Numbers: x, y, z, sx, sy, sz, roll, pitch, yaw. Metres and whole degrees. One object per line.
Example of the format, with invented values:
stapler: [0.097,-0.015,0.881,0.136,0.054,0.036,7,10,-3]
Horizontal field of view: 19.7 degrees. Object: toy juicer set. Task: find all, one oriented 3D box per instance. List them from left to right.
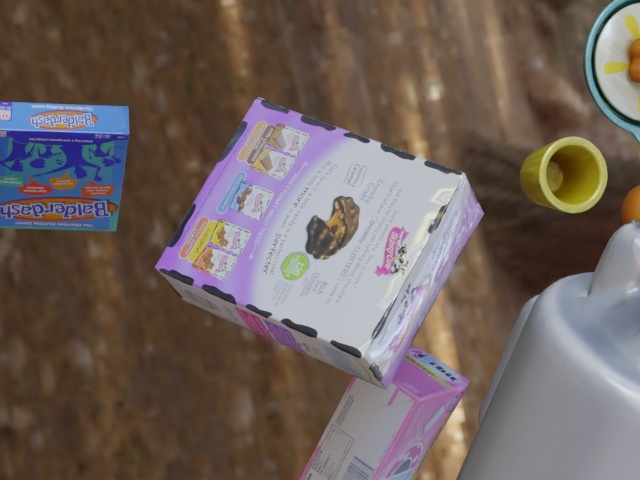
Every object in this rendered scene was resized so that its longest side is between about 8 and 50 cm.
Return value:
toy juicer set: [0.331,-0.149,1.706,0.329,0.209,0.089,-68,-162,-9]

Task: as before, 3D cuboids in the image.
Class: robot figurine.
robot figurine: [0.199,0.163,1.226,0.300,0.200,0.353,57,-47,51]

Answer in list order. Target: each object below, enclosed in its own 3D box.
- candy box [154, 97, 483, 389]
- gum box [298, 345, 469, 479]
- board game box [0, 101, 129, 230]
candy box: [0.000,0.000,1.417,0.165,0.196,0.070,-59,152,-15]
gum box: [0.042,0.190,1.584,0.107,0.062,0.188,-7,128,-62]
board game box: [-0.323,-0.088,2.266,0.210,0.160,0.047,106,-18,-55]
